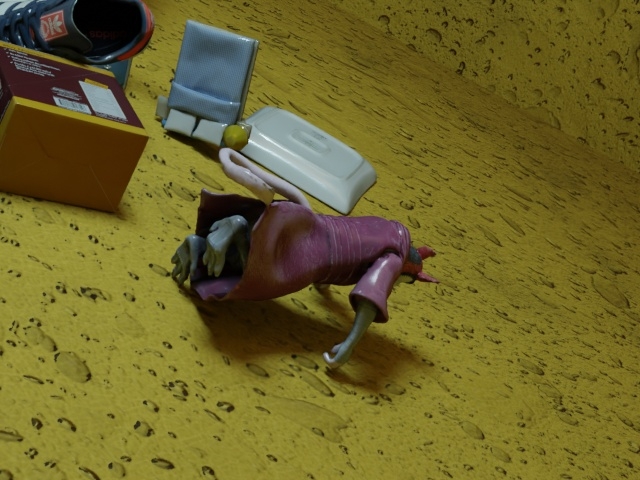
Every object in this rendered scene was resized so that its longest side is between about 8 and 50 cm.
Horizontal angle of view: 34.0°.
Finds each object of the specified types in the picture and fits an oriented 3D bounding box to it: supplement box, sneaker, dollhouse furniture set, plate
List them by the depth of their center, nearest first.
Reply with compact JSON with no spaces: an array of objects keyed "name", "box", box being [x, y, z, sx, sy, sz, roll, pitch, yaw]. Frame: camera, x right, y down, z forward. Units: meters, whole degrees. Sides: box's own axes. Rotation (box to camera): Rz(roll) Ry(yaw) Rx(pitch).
[{"name":"supplement box","box":[-0.371,-0.159,1.441,0.191,0.129,0.194,12,28,-36]},{"name":"sneaker","box":[-0.410,-0.302,1.522,0.350,0.131,0.148,-16,8,-18]},{"name":"dollhouse furniture set","box":[-0.239,-0.305,1.701,0.303,0.286,0.198,20,22,8]},{"name":"plate","box":[-0.029,-0.170,1.980,0.277,0.045,0.278,31,22,4]}]

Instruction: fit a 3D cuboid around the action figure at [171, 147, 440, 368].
[{"name":"action figure","box":[0.000,0.000,1.396,0.370,0.275,0.248,1,27,-25]}]
